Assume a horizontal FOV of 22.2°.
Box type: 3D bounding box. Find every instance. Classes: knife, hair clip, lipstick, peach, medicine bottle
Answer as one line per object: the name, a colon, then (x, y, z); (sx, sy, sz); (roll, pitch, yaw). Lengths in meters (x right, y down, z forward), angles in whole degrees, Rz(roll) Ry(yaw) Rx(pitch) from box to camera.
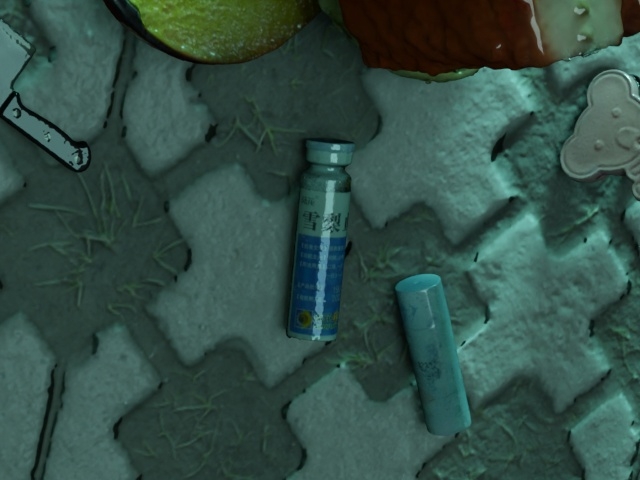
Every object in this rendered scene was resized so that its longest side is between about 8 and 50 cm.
knife: (-0.282, -0.151, 1.392); (0.245, 0.019, 0.072); (39, 82, -24)
hair clip: (0.317, -0.094, 1.621); (0.102, 0.138, 0.123); (26, 96, -22)
lipstick: (0.112, 0.114, 1.615); (0.048, 0.048, 0.158); (-20, 109, -20)
peach: (-0.096, -0.247, 1.431); (0.279, 0.068, 0.189); (5, 94, -45)
medicine bottle: (0.000, 0.000, 1.537); (0.051, 0.051, 0.191); (2, 101, -26)

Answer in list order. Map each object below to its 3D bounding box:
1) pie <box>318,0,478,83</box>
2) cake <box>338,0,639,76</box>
pie: (0.100, -0.281, 1.509); (0.274, 0.055, 0.274); (-4, 96, -34)
cake: (0.173, -0.302, 1.359); (0.319, 0.270, 0.269); (-28, 109, -32)
